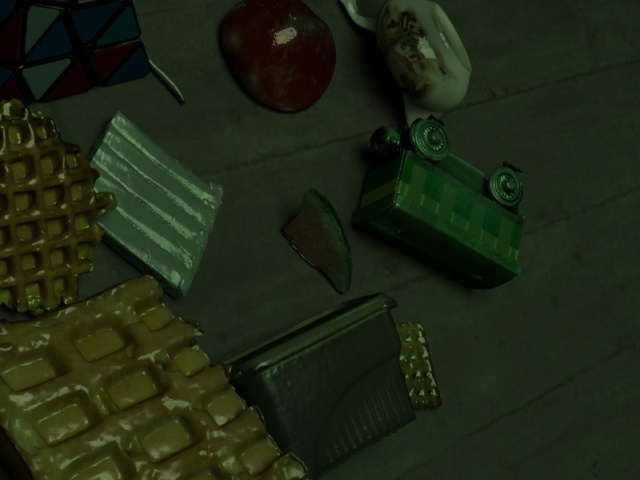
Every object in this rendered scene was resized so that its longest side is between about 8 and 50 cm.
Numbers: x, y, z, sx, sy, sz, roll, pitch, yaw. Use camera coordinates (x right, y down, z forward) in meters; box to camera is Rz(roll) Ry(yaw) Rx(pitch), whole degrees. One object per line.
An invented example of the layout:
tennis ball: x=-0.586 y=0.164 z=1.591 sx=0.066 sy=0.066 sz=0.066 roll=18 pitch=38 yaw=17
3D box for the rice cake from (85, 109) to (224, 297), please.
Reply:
rice cake: x=-0.229 y=-0.050 z=1.439 sx=0.198 sy=0.037 sz=0.189 roll=34 pitch=55 yaw=-22

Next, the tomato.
tomato: x=-0.049 y=-0.292 z=1.631 sx=0.173 sy=0.099 sz=0.189 roll=-39 pitch=98 yaw=-42

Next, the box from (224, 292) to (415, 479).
box: x=0.002 y=0.199 z=1.445 sx=0.274 sy=0.138 sz=0.178 roll=-23 pitch=93 yaw=-32

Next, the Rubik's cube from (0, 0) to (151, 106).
Rubik's cube: x=-0.356 y=-0.226 z=1.407 sx=0.234 sy=0.284 sz=0.250 roll=-56 pitch=142 yaw=-17

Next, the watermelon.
watermelon: x=0.011 y=0.000 z=1.596 sx=0.155 sy=0.080 sz=0.101 roll=53 pitch=15 yaw=-4

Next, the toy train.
toy train: x=0.196 y=-0.059 z=1.708 sx=0.300 sy=0.120 sz=0.202 roll=28 pitch=61 yaw=-25

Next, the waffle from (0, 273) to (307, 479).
waffle: x=-0.224 y=0.213 z=1.250 sx=0.304 sy=0.077 sz=0.348 roll=-23 pitch=66 yaw=-39

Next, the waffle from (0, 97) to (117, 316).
waffle: x=-0.358 y=-0.028 z=1.283 sx=0.238 sy=0.058 sz=0.243 roll=41 pitch=68 yaw=-39

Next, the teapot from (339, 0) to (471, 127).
teapot: x=0.151 y=-0.308 z=1.768 sx=0.298 sy=0.139 sz=0.204 roll=65 pitch=23 yaw=7

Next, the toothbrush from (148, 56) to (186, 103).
toothbrush: x=-0.253 y=-0.268 z=1.526 sx=0.193 sy=0.013 sz=0.019 roll=50 pitch=42 yaw=-9

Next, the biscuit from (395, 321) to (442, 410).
biscuit: x=0.074 y=0.190 z=1.580 sx=0.231 sy=0.016 sz=0.139 roll=-1 pitch=72 yaw=-36
